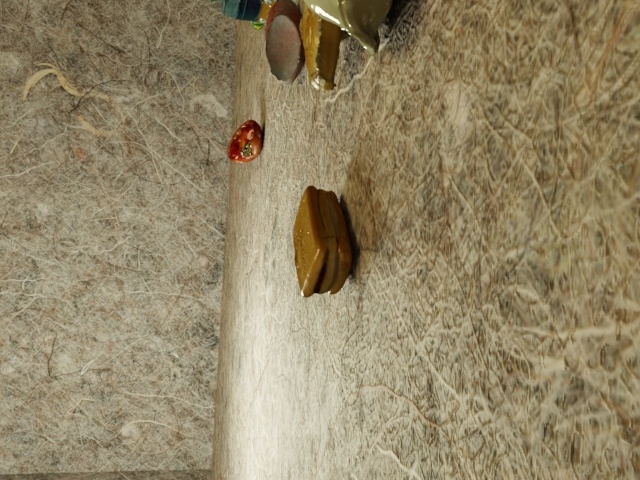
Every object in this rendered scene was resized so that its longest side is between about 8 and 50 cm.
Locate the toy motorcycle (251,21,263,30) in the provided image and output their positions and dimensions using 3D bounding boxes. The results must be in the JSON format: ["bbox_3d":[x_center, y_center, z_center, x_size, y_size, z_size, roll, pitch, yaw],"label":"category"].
[{"bbox_3d":[-0.214,-0.828,2.177,0.190,0.074,0.106,164,100,-76],"label":"toy motorcycle"}]

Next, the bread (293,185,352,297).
[{"bbox_3d":[0.000,0.000,1.012,0.200,0.077,0.115,-101,18,-52],"label":"bread"}]

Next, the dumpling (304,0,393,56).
[{"bbox_3d":[0.044,-0.352,0.814,0.193,0.147,0.257,59,-157,-56],"label":"dumpling"}]

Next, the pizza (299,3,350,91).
[{"bbox_3d":[0.018,-0.422,1.016,0.223,0.090,0.323,-107,20,-66],"label":"pizza"}]

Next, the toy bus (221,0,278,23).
[{"bbox_3d":[-0.195,-0.821,1.803,0.162,0.194,0.323,140,133,-71],"label":"toy bus"}]

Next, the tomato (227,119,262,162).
[{"bbox_3d":[-0.246,-0.337,2.133,0.159,0.091,0.139,-50,39,22],"label":"tomato"}]

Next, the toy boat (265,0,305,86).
[{"bbox_3d":[-0.079,-0.503,1.503,0.282,0.096,0.206,-90,-5,-56],"label":"toy boat"}]
